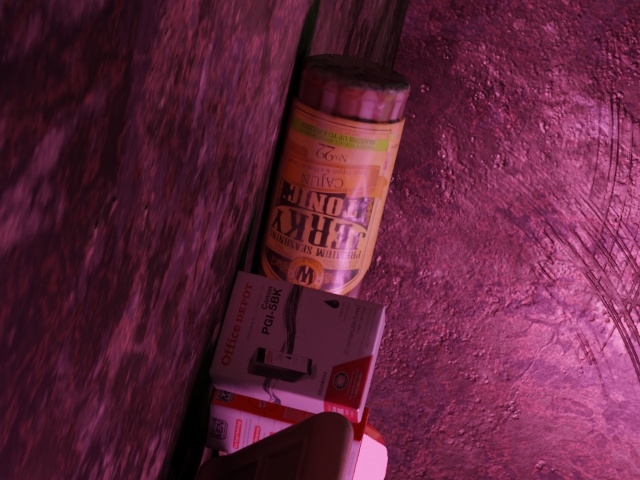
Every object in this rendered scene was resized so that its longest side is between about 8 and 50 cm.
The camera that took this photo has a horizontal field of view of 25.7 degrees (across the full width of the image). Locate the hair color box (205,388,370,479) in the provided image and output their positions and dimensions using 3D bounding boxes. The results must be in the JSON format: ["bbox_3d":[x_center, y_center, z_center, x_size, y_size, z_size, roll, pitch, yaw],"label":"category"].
[{"bbox_3d":[-0.031,0.172,1.288,0.072,0.141,0.043,101,5,-45],"label":"hair color box"}]

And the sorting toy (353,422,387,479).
[{"bbox_3d":[-0.061,0.317,1.444,0.365,0.127,0.126,-66,-152,11],"label":"sorting toy"}]

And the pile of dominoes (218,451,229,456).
[{"bbox_3d":[-0.075,0.168,1.504,0.251,0.040,0.196,-63,161,-46],"label":"pile of dominoes"}]

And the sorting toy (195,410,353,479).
[{"bbox_3d":[-0.065,0.306,1.155,0.229,0.041,0.307,-28,-138,52],"label":"sorting toy"}]

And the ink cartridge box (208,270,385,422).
[{"bbox_3d":[-0.020,0.092,1.218,0.056,0.135,0.099,83,21,-72],"label":"ink cartridge box"}]

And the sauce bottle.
[{"bbox_3d":[0.000,0.000,1.340,0.111,0.111,0.344,-66,167,-70],"label":"sauce bottle"}]
